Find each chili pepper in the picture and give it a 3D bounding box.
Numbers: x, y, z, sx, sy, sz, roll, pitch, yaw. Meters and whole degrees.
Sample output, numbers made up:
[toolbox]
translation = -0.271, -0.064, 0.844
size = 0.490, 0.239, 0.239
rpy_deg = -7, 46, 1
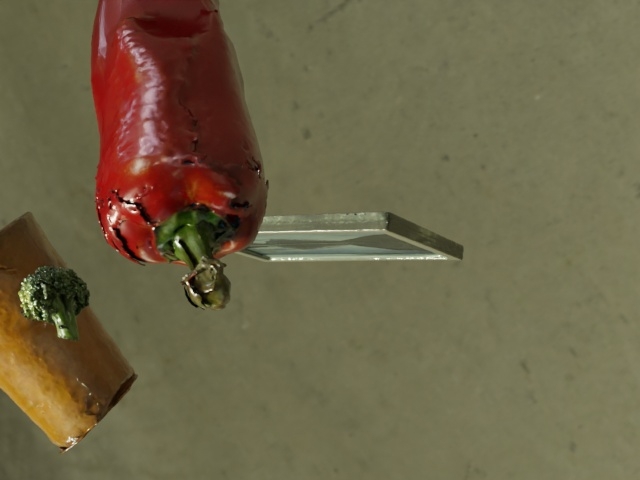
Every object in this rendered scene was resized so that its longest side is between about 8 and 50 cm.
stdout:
[chili pepper]
translation = -0.100, -0.089, 0.837
size = 0.110, 0.110, 0.388
rpy_deg = 109, 155, -46

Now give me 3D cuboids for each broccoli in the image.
[broccoli]
translation = -0.295, 0.072, 1.422
size = 0.097, 0.095, 0.092
rpy_deg = -23, 77, 51

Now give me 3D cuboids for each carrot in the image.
[carrot]
translation = -0.348, 0.117, 1.604
size = 0.254, 0.196, 0.196
rpy_deg = 47, 144, -3

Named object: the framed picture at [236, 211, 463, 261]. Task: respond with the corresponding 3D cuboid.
[framed picture]
translation = 0.000, 0.000, 1.075
size = 0.203, 0.150, 0.015
rpy_deg = -1, 79, 29
